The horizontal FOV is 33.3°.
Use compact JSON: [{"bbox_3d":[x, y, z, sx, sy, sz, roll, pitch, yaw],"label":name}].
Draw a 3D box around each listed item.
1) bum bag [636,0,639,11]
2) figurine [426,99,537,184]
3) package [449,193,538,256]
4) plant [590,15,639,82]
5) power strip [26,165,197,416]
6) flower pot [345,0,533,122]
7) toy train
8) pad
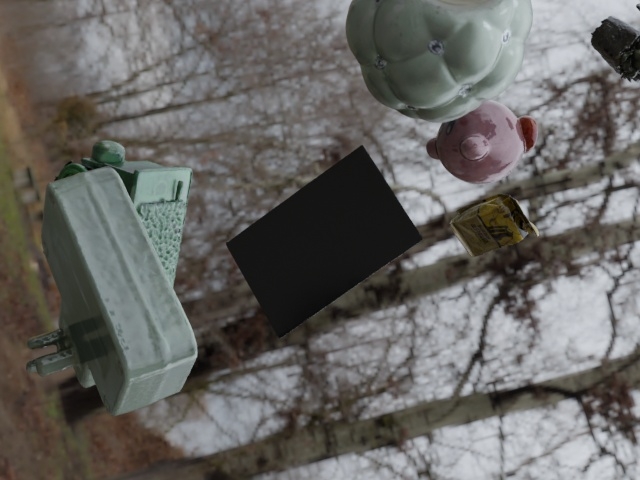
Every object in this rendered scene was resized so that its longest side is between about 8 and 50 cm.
[{"bbox_3d":[0.493,-0.405,1.630,0.060,0.123,0.248,-30,-116,33],"label":"bum bag"},{"bbox_3d":[0.302,-0.188,2.047,0.173,0.173,0.173,167,-90,-77],"label":"figurine"},{"bbox_3d":[0.260,-0.027,1.578,0.131,0.047,0.071,-23,-68,44],"label":"package"},{"bbox_3d":[0.571,-0.350,1.986,0.143,0.094,0.092,41,-6,22],"label":"plant"},{"bbox_3d":[-0.247,0.080,1.156,0.229,0.141,0.261,63,-25,16],"label":"power strip"},{"bbox_3d":[0.151,-0.279,1.365,0.195,0.246,0.246,105,-31,-60],"label":"flower pot"},{"bbox_3d":[-0.336,-0.026,1.763,0.202,0.145,0.265,19,-75,31],"label":"toy train"},{"bbox_3d":[0.000,0.000,1.487,0.170,0.246,0.006,58,12,20],"label":"pad"}]
